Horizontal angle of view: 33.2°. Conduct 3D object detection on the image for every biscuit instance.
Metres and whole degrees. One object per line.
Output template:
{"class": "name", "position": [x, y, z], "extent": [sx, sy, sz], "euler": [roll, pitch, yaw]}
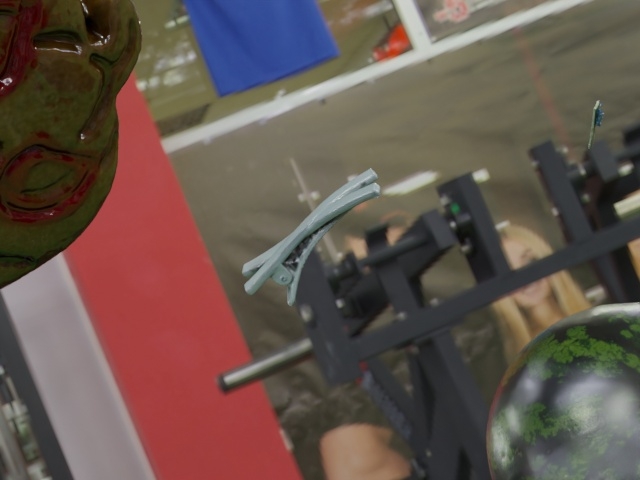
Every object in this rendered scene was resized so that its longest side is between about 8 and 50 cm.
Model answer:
{"class": "biscuit", "position": [-0.278, -0.105, 0.851], "extent": [0.314, 0.063, 0.367], "euler": [-30, -40, -17]}

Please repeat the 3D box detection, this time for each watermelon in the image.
{"class": "watermelon", "position": [0.266, 0.173, 0.858], "extent": [0.269, 0.269, 0.269], "euler": [-23, -3, -1]}

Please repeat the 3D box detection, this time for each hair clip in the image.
{"class": "hair clip", "position": [0.000, -0.001, 0.709], "extent": [0.115, 0.039, 0.030], "euler": [-43, 34, 22]}

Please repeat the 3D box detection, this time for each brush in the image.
{"class": "brush", "position": [0.350, -0.145, 1.364], "extent": [0.083, 0.013, 0.016], "euler": [79, -149, -57]}
